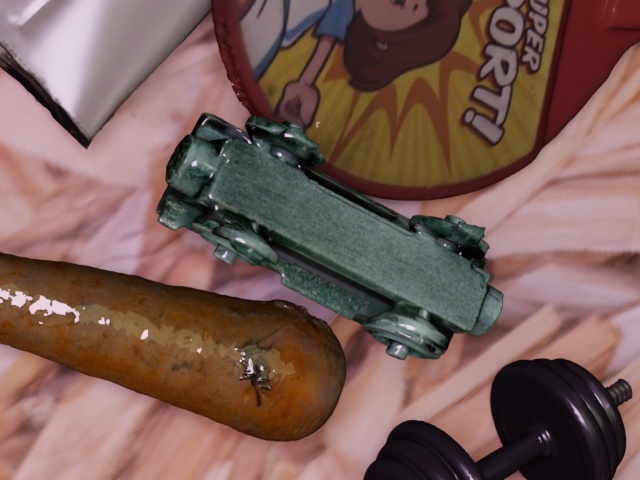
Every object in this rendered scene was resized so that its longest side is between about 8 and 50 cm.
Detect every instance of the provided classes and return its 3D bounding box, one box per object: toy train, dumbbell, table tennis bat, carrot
[{"bbox_3d":[0.000,-0.001,0.959,0.200,0.132,0.083,30,81,-17],"label":"toy train"},{"bbox_3d":[0.100,0.130,1.006,0.208,0.099,0.099,-27,96,-26],"label":"dumbbell"},{"bbox_3d":[0.116,-0.152,1.034,0.414,0.051,0.268,0,108,-35],"label":"table tennis bat"},{"bbox_3d":[-0.128,0.044,0.930,0.298,0.078,0.078,15,78,-18],"label":"carrot"}]

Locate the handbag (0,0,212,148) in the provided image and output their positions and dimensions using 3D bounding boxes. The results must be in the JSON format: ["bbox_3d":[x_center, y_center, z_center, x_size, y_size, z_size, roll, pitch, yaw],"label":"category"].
[{"bbox_3d":[-0.149,-0.190,0.927,0.241,0.109,0.315,48,71,-12],"label":"handbag"}]
